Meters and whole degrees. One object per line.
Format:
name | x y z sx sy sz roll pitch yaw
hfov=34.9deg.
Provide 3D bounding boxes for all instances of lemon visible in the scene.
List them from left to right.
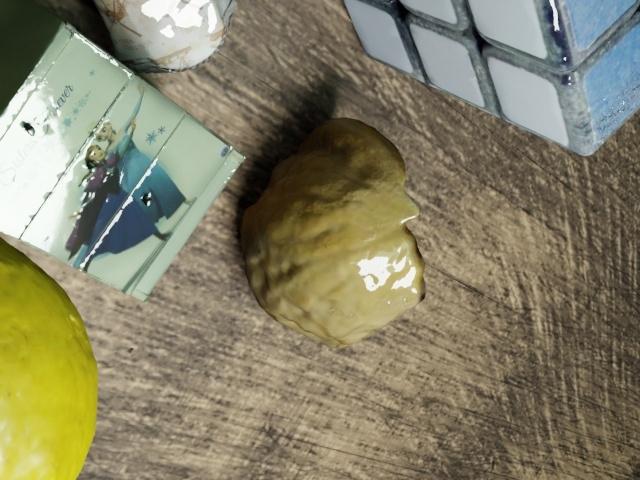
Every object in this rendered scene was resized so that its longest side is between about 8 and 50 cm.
lemon | -0.294 0.101 0.718 0.260 0.260 0.284 -48 123 -8

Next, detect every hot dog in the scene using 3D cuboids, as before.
hot dog | -0.131 -0.208 0.775 0.108 0.059 0.191 -30 139 -6

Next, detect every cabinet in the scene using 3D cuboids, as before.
cabinet | -0.192 -0.073 0.776 0.145 0.150 0.206 -55 139 0

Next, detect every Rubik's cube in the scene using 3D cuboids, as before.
Rubik's cube | 0.184 -0.306 0.860 0.305 0.304 0.301 -41 136 -13

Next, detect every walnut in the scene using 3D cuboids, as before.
walnut | 0.004 0.009 0.981 0.141 0.204 0.238 -10 122 -22
